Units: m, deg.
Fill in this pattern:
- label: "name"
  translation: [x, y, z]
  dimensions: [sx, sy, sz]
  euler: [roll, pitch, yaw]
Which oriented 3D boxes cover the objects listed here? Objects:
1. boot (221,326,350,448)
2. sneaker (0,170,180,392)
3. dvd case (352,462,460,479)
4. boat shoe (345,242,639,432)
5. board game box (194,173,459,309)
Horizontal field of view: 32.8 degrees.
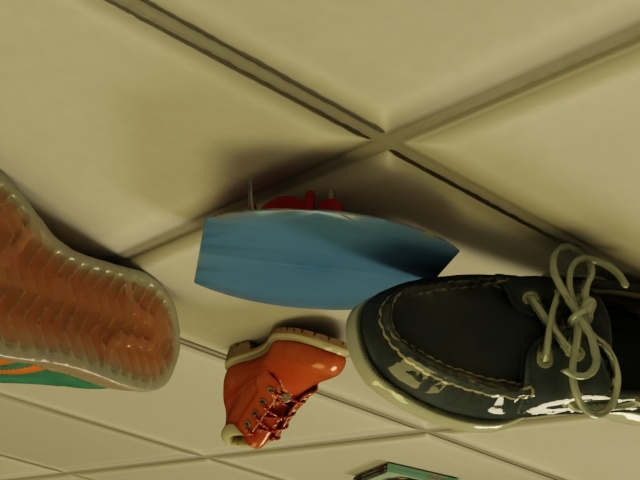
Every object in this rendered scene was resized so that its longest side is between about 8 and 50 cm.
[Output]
- label: "boot"
  translation: [-0.028, 0.115, 0.822]
  dimensions: [0.059, 0.084, 0.158]
  euler: [22, 153, -22]
- label: "sneaker"
  translation: [-0.215, 0.034, 0.675]
  dimensions: [0.121, 0.108, 0.302]
  euler: [-6, 154, 25]
- label: "dvd case"
  translation: [0.096, 0.278, 1.247]
  dimensions: [0.087, 0.013, 0.119]
  euler: [16, 158, -13]
- label: "boat shoe"
  translation: [0.137, 0.057, 0.588]
  dimensions: [0.254, 0.095, 0.079]
  euler: [13, 146, -25]
- label: "board game box"
  translation: [0.000, 0.000, 0.606]
  dimensions: [0.133, 0.033, 0.168]
  euler: [6, 160, -7]
